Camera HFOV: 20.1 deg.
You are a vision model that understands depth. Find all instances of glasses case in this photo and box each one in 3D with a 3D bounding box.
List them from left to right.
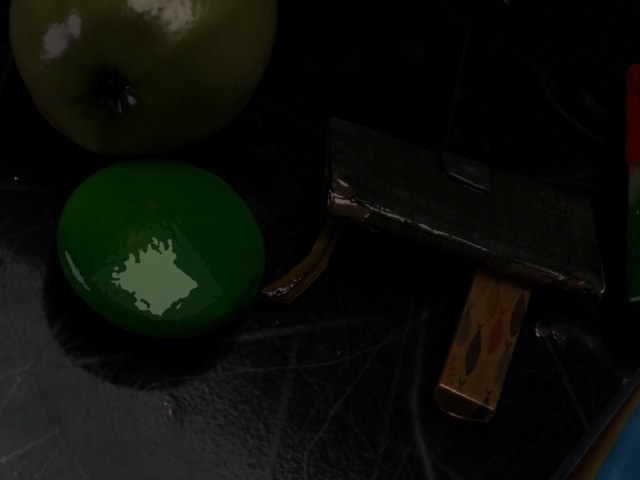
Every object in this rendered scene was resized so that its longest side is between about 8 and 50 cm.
[{"bbox_3d":[0.165,0.106,1.853,0.064,0.041,0.170,24,51,-3],"label":"glasses case"}]

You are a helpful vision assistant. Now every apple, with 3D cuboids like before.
[{"bbox_3d":[-0.175,-0.219,1.824,0.279,0.279,0.279,10,54,-13],"label":"apple"}]

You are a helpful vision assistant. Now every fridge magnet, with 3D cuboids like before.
[{"bbox_3d":[-0.156,0.009,1.776,0.208,0.088,0.208,10,53,-13],"label":"fridge magnet"}]

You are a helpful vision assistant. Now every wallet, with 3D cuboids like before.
[{"bbox_3d":[0.150,-0.035,1.914,0.317,0.044,0.169,17,34,-10],"label":"wallet"}]

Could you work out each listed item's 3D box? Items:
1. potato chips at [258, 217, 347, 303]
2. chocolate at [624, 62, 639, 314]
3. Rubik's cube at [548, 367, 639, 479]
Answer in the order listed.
[{"bbox_3d":[0.000,0.000,1.879,0.037,0.026,0.204,24,51,15],"label":"potato chips"},{"bbox_3d":[0.514,-0.077,1.921,0.161,0.360,0.341,44,40,-39],"label":"chocolate"},{"bbox_3d":[0.325,0.335,1.554,0.351,0.347,0.352,33,52,5],"label":"Rubik's cube"}]
